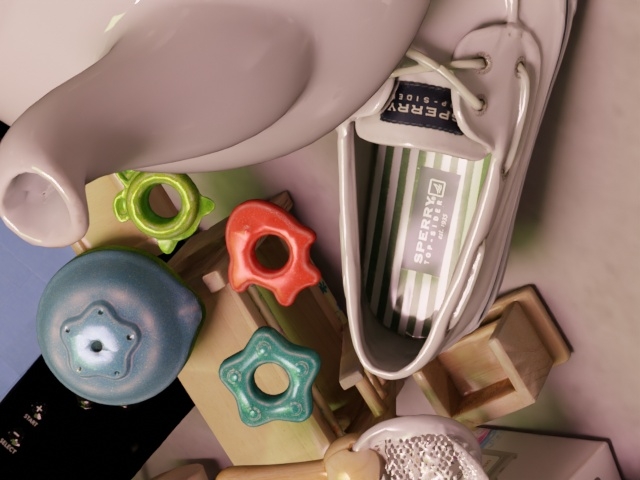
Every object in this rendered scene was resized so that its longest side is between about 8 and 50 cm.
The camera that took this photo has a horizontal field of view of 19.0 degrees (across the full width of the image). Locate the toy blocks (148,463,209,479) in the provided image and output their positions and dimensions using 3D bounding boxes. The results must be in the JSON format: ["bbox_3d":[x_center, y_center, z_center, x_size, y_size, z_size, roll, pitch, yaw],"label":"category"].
[{"bbox_3d":[-0.109,0.302,0.935,0.260,0.309,0.288,69,164,-11],"label":"toy blocks"}]

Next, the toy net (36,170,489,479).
[{"bbox_3d":[-0.005,0.060,0.791,0.232,0.045,0.122,33,103,0],"label":"toy net"}]

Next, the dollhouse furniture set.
[{"bbox_3d":[0.000,0.000,0.842,0.161,0.101,0.182,-25,103,28],"label":"dollhouse furniture set"}]

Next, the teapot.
[{"bbox_3d":[-0.089,-0.141,0.641,0.256,0.187,0.253,13,105,55],"label":"teapot"}]

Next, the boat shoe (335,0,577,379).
[{"bbox_3d":[0.047,-0.053,0.694,0.083,0.076,0.226,6,117,16],"label":"boat shoe"}]

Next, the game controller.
[{"bbox_3d":[-0.196,0.005,0.959,0.319,0.166,0.067,38,162,18],"label":"game controller"}]

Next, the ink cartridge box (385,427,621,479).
[{"bbox_3d":[0.087,0.150,0.876,0.198,0.067,0.115,2,124,47],"label":"ink cartridge box"}]
